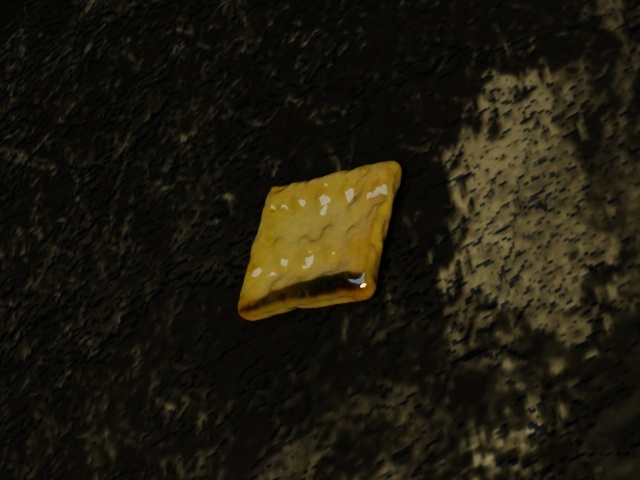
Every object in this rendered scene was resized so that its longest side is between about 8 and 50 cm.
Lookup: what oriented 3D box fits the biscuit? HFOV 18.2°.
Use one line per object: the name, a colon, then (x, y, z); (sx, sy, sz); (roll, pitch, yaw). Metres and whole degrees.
biscuit: (0.000, 0.000, 0.996); (0.083, 0.018, 0.081); (-13, 50, 34)
